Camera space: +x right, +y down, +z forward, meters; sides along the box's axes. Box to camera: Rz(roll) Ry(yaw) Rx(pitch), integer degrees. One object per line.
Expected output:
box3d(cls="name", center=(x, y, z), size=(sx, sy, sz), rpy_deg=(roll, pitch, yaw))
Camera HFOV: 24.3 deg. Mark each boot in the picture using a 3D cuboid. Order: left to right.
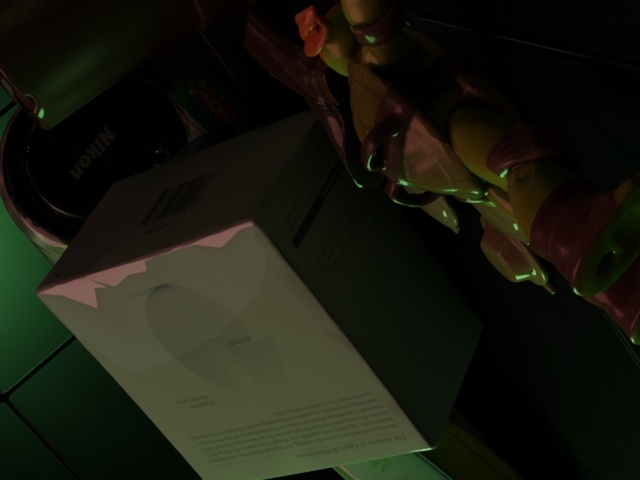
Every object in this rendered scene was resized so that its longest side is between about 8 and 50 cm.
box3d(cls="boot", center=(-0.005, -0.094, 0.950), size=(0.114, 0.037, 0.106), rpy_deg=(35, 151, 49))

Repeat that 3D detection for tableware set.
box3d(cls="tableware set", center=(0.079, -0.032, 0.853), size=(0.141, 0.020, 0.168), rpy_deg=(45, 172, 28))

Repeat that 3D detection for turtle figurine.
box3d(cls="turtle figurine", center=(0.057, -0.055, 0.624), size=(0.217, 0.087, 0.269), rpy_deg=(43, 170, 35))

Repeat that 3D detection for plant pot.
box3d(cls="plant pot", center=(-0.153, -0.167, 0.952), size=(0.167, 0.165, 0.167), rpy_deg=(47, 172, 8))

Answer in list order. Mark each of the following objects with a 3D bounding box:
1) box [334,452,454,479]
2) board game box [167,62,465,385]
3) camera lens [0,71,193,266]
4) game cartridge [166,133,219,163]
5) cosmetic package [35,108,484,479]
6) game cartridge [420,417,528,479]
box3d(cls="box", center=(0.103, 0.247, 1.335), size=(0.232, 0.058, 0.322), rpy_deg=(37, 173, 29))
box3d(cls="board game box", center=(0.000, 0.000, 1.327), size=(0.317, 0.046, 0.213), rpy_deg=(45, 172, 22))
box3d(cls="camera lens", center=(-0.235, -0.059, 1.689), size=(0.219, 0.219, 0.274), rpy_deg=(47, 172, 12))
box3d(cls="game cartridge", center=(-0.064, 0.003, 1.341), size=(0.196, 0.060, 0.294), rpy_deg=(45, 171, 5))
box3d(cls="cosmetic package", center=(-0.040, 0.050, 1.097), size=(0.224, 0.138, 0.224), rpy_deg=(-16, 121, 37))
box3d(cls="game cartridge", center=(0.152, 0.228, 1.389), size=(0.324, 0.052, 0.285), rpy_deg=(42, 173, -8))
